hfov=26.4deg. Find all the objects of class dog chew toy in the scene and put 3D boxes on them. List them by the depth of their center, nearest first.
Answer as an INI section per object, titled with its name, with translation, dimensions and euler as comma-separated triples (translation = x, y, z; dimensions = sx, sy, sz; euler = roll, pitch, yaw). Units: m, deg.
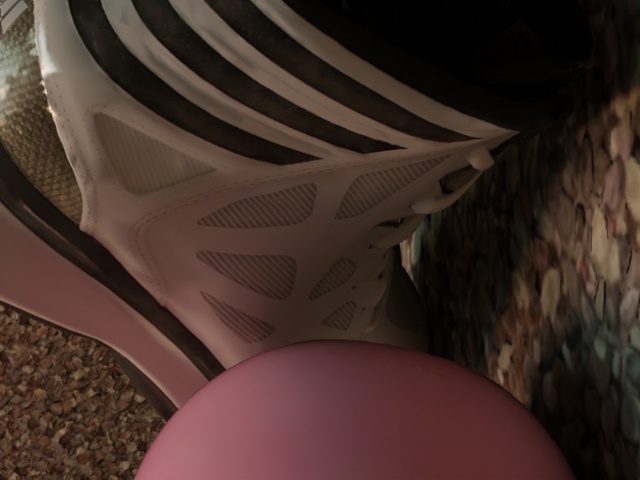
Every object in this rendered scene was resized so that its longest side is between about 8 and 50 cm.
[dog chew toy]
translation = -0.004, 0.213, 0.557
dimensions = 0.206, 0.207, 0.331
euler = 116, 169, -68

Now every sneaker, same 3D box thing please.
[sneaker]
translation = 0.025, -0.011, 0.652
dimensions = 0.447, 0.257, 0.169
euler = 36, -136, -59
